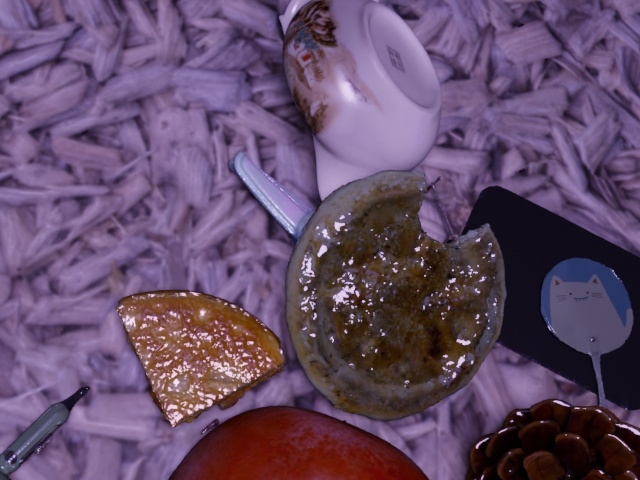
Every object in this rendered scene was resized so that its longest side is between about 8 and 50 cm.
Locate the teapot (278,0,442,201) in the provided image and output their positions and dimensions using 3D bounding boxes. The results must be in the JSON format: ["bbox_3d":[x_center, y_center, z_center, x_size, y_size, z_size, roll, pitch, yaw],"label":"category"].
[{"bbox_3d":[0.036,-0.169,0.844,0.204,0.139,0.298,19,51,-43],"label":"teapot"}]

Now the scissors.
[{"bbox_3d":[0.000,0.000,0.837,0.256,0.030,0.125,42,67,2],"label":"scissors"}]

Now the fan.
[{"bbox_3d":[0.300,0.102,0.872,0.113,0.005,0.175,1,69,-12],"label":"fan"}]

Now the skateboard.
[{"bbox_3d":[0.154,-0.032,0.881,0.064,0.032,0.083,-14,73,-24],"label":"skateboard"}]

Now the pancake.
[{"bbox_3d":[0.078,0.060,0.784,0.253,0.037,0.253,-1,94,-20],"label":"pancake"}]

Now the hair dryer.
[{"bbox_3d":[-0.267,0.184,0.713,0.071,0.047,0.150,40,62,5],"label":"hair dryer"}]

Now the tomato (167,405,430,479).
[{"bbox_3d":[-0.011,0.303,0.671,0.338,0.144,0.338,3,73,-11],"label":"tomato"}]

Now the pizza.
[{"bbox_3d":[-0.126,0.115,0.762,0.175,0.046,0.134,28,67,-1],"label":"pizza"}]

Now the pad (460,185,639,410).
[{"bbox_3d":[0.274,0.061,0.887,0.267,0.004,0.181,28,68,0],"label":"pad"}]

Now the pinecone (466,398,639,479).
[{"bbox_3d":[0.227,0.247,0.713,0.208,0.208,0.208,4,70,-10],"label":"pinecone"}]
